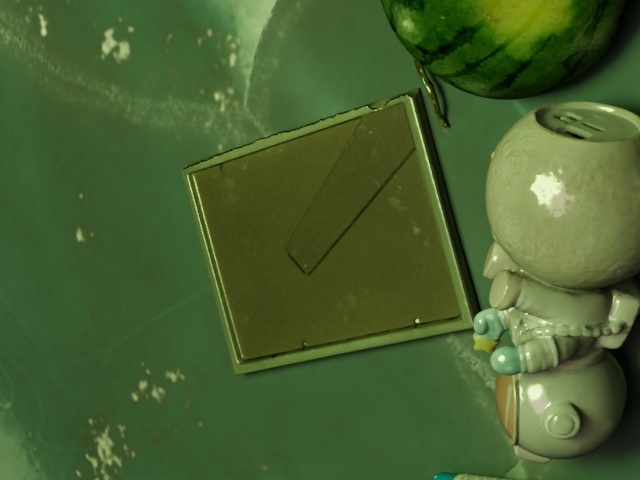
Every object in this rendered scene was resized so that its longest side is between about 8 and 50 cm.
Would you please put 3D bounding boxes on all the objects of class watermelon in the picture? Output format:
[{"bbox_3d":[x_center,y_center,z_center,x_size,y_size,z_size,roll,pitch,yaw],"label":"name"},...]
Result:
[{"bbox_3d":[0.118,-0.202,1.124,0.232,0.127,0.204,-17,93,46],"label":"watermelon"}]

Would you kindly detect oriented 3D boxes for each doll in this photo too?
[{"bbox_3d":[0.190,0.042,1.121,0.151,0.151,0.287,20,119,35],"label":"doll"}]

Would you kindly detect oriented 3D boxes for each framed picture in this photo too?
[{"bbox_3d":[0.000,0.000,1.334,0.289,0.020,0.211,-15,90,41],"label":"framed picture"}]

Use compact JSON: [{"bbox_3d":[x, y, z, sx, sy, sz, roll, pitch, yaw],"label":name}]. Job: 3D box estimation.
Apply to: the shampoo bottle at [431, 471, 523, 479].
[{"bbox_3d":[0.149,0.242,1.246,0.183,0.050,0.087,0,103,39],"label":"shampoo bottle"}]
